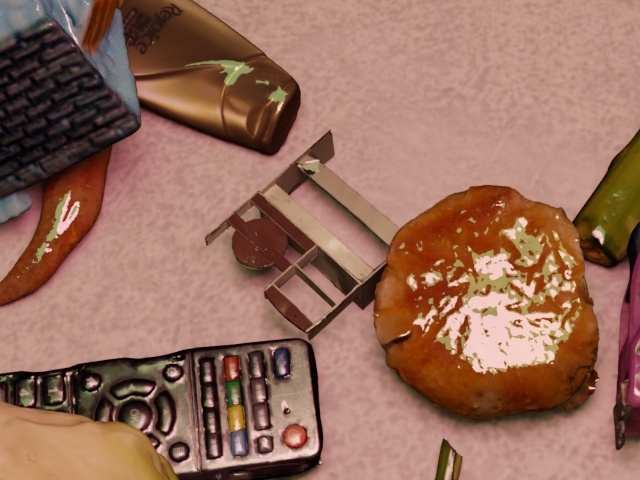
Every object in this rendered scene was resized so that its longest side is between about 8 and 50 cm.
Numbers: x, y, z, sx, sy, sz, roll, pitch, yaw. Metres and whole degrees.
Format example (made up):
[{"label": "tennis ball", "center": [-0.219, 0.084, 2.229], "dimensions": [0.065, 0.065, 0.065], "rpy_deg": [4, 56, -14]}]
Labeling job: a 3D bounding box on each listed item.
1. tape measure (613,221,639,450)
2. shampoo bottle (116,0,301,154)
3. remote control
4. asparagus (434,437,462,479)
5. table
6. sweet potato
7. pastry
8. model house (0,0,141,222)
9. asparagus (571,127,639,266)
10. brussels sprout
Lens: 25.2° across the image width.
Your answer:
[{"label": "tape measure", "center": [0.383, 0.079, 1.284], "dimensions": [0.232, 0.149, 0.245], "rpy_deg": [2, 65, 7]}, {"label": "shampoo bottle", "center": [-0.178, -0.205, 1.497], "dimensions": [0.350, 0.084, 0.125], "rpy_deg": [32, 78, 16]}, {"label": "remote control", "center": [-0.197, 0.181, 1.328], "dimensions": [0.399, 0.062, 0.144], "rpy_deg": [-6, 65, 0]}, {"label": "asparagus", "center": [0.111, 0.233, 1.302], "dimensions": [0.021, 0.025, 0.108], "rpy_deg": [2, 66, 27]}, {"label": "table", "center": [0.000, 0.000, 1.398], "dimensions": [0.175, 0.062, 0.146], "rpy_deg": [-42, 69, -16]}, {"label": "sweet potato", "center": [-0.256, -0.045, 1.444], "dimensions": [0.078, 0.058, 0.255], "rpy_deg": [8, 67, 26]}, {"label": "pastry", "center": [0.164, 0.064, 1.325], "dimensions": [0.218, 0.100, 0.229], "rpy_deg": [-44, 72, -6]}, {"label": "model house", "center": [-0.283, -0.164, 1.396], "dimensions": [0.261, 0.226, 0.241], "rpy_deg": [-24, 97, 20]}, {"label": "asparagus", "center": [0.335, -0.090, 1.417], "dimensions": [0.060, 0.067, 0.277], "rpy_deg": [44, 73, -19]}, {"label": "brussels sprout", "center": [-0.236, 0.257, 1.178], "dimensions": [0.274, 0.242, 0.316], "rpy_deg": [-9, 103, 20]}]
